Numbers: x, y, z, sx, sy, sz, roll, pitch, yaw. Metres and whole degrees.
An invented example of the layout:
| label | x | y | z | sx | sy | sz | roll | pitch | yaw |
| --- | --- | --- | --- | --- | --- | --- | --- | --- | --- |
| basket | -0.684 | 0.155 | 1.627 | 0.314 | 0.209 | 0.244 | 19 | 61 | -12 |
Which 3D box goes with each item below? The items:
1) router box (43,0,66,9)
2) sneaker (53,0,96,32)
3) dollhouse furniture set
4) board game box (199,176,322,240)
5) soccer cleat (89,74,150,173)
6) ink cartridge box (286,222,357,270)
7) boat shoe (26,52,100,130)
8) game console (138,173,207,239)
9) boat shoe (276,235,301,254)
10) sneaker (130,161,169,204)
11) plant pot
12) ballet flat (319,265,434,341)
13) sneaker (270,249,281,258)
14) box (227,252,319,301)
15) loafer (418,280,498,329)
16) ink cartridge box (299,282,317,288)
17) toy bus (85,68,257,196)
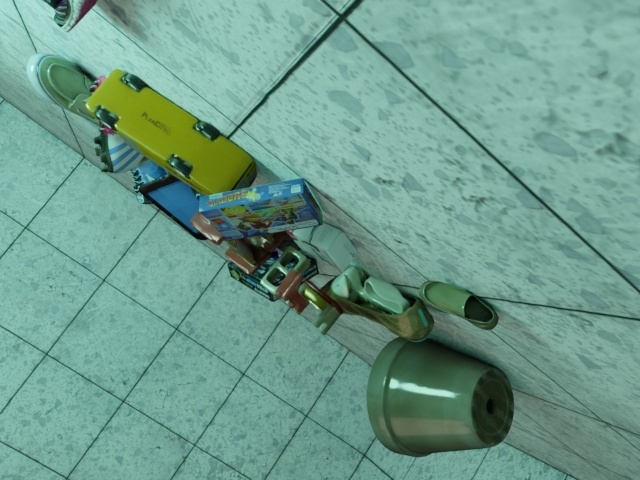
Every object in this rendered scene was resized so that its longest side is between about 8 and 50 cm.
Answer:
| label | x | y | z | sx | sy | sz | roll | pitch | yaw |
| --- | --- | --- | --- | --- | --- | --- | --- | --- | --- |
| router box | -0.374 | -0.385 | 0.677 | 0.179 | 0.046 | 0.133 | 38 | 149 | -12 |
| sneaker | -0.369 | -0.359 | 0.821 | 0.075 | 0.063 | 0.170 | 40 | 163 | -24 |
| dollhouse furniture set | -0.103 | 0.030 | 1.329 | 0.374 | 0.152 | 0.201 | 35 | 170 | 29 |
| board game box | -0.110 | -0.055 | 1.091 | 0.201 | 0.035 | 0.136 | -9 | 154 | 12 |
| soccer cleat | -0.450 | -0.273 | 1.328 | 0.116 | 0.143 | 0.331 | 65 | 153 | 15 |
| ink cartridge box | 0.000 | 0.000 | 1.240 | 0.135 | 0.056 | 0.099 | 27 | 165 | 37 |
| boat shoe | -0.551 | -0.342 | 1.354 | 0.094 | 0.109 | 0.302 | 13 | 169 | 23 |
| game console | -0.337 | -0.058 | 1.621 | 0.293 | 0.173 | 0.250 | 45 | -175 | -44 |
| boat shoe | -0.113 | -0.015 | 1.545 | 0.206 | 0.075 | 0.064 | 27 | 124 | 55 |
| sneaker | -0.506 | -0.185 | 1.691 | 0.330 | 0.147 | 0.130 | 44 | 165 | -36 |
| plant pot | 0.328 | 0.412 | 1.483 | 0.323 | 0.323 | 0.280 | 41 | 150 | -28 |
| ballet flat | 0.115 | 0.130 | 1.355 | 0.342 | 0.116 | 0.124 | 23 | 143 | 44 |
| sneaker | -0.143 | 0.017 | 1.676 | 0.068 | 0.071 | 0.170 | 43 | 167 | -33 |
| box | -0.142 | 0.083 | 1.680 | 0.220 | 0.175 | 0.051 | 23 | 134 | 44 |
| loafer | 0.246 | 0.108 | 1.006 | 0.148 | 0.056 | 0.050 | 22 | 165 | 12 |
| ink cartridge box | -0.153 | 0.108 | 2.088 | 0.333 | 0.065 | 0.165 | 41 | 167 | -34 |
| toy bus | -0.293 | -0.199 | 1.137 | 0.333 | 0.108 | 0.130 | 33 | 170 | 6 |
